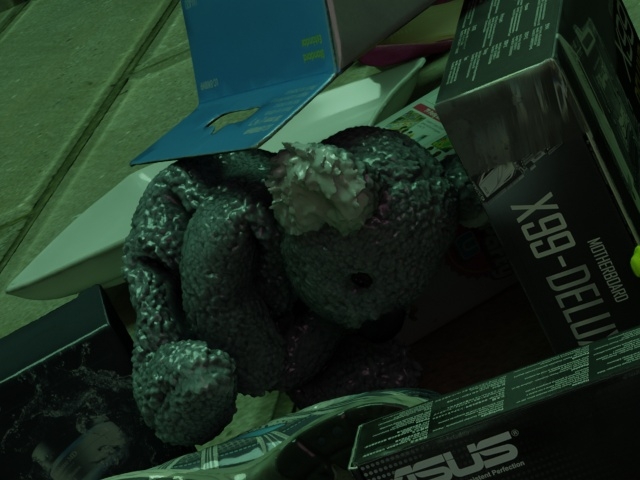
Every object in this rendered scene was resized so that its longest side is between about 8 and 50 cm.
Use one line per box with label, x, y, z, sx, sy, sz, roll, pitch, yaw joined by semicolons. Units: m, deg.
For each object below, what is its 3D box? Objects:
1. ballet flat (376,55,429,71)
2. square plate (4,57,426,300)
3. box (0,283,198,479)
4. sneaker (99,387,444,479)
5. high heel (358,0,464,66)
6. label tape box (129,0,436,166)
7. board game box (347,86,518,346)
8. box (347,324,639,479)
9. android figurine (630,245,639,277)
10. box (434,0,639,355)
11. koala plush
ballet flat;0.139;-0.261;1.957;0.086;0.086;0.248;-3;31;50
square plate;-0.080;-0.053;1.734;0.347;0.049;0.344;-20;13;20
box;-0.175;0.140;1.252;0.156;0.158;0.093;-29;19;-2
sneaker;-0.034;0.164;1.136;0.283;0.110;0.122;-18;3;18
high heel;0.141;-0.230;1.827;0.244;0.082;0.117;-13;3;11
label tape box;0.013;-0.190;1.211;0.333;0.106;0.240;-39;14;-20
board game box;0.067;-0.017;1.426;0.303;0.097;0.224;-31;20;-6
box;0.136;0.133;0.819;0.190;0.184;0.045;-20;22;17
android figurine;0.300;-0.002;0.993;0.272;0.056;0.248;-14;41;-13
box;0.166;-0.049;1.155;0.076;0.242;0.307;-21;20;19
koala plush;0.000;0.000;1.165;0.196;0.203;0.221;1;-24;-39
